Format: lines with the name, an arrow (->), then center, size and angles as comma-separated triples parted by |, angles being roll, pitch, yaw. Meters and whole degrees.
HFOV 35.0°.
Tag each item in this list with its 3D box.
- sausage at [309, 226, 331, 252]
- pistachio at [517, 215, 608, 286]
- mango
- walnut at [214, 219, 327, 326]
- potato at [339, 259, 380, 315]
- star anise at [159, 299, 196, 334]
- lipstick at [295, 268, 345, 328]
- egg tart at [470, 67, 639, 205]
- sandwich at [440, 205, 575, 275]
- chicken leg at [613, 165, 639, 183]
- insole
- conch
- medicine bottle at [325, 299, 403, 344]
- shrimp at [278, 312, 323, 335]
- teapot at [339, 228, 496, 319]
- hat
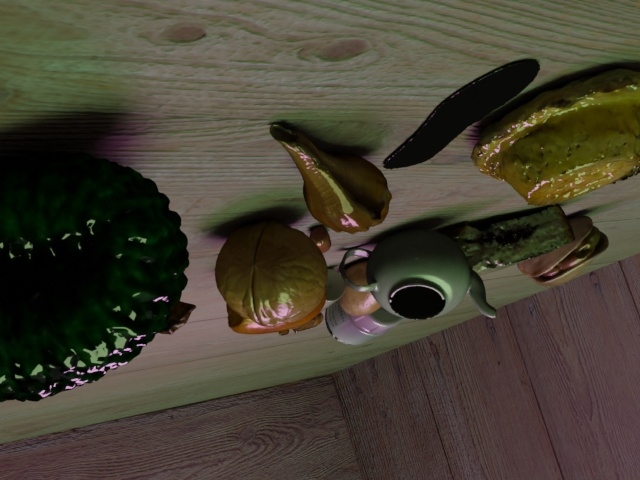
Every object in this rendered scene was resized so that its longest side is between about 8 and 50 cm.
sausage -> 0.000, 0.000, 1.676 | 0.034, 0.034, 0.083 | -17, 168, 1
pistachio -> 0.541, 0.024, 2.297 | 0.215, 0.143, 0.144 | -31, 162, 31
mango -> -0.079, 0.100, 1.810 | 0.154, 0.126, 0.252 | -11, 174, 34
walnut -> -0.072, 0.050, 1.518 | 0.165, 0.165, 0.197 | -17, 165, 1
potato -> 0.096, 0.094, 2.077 | 0.112, 0.112, 0.147 | -7, 158, -38
star anise -> -0.309, 0.126, 1.689 | 0.196, 0.111, 0.212 | -20, 163, -19
lipstick -> -0.023, 0.124, 2.119 | 0.070, 0.070, 0.254 | -12, 167, -22
egg tart -> 0.341, -0.131, 1.372 | 0.288, 0.118, 0.288 | -14, 164, -4
sandwich -> 0.354, 0.011, 2.048 | 0.289, 0.099, 0.254 | -20, 168, 19
chicken leg -> 0.520, -0.130, 1.791 | 0.145, 0.037, 0.062 | -15, 146, -13
insole -> 0.171, -0.152, 1.285 | 0.109, 0.007, 0.322 | -9, 166, -25
conch -> 0.010, -0.067, 1.251 | 0.093, 0.109, 0.330 | -15, 160, 27
medicine bottle -> 0.104, 0.156, 2.286 | 0.135, 0.135, 0.168 | -10, 167, -29
shrimp -> -0.067, 0.206, 2.472 | 0.132, 0.051, 0.187 | -21, 170, 20
teapot -> 0.180, 0.071, 1.886 | 0.295, 0.129, 0.193 | 9, 138, -3
hat -> -0.261, 0.034, 1.059 | 0.274, 0.242, 0.332 | -5, -178, 4
